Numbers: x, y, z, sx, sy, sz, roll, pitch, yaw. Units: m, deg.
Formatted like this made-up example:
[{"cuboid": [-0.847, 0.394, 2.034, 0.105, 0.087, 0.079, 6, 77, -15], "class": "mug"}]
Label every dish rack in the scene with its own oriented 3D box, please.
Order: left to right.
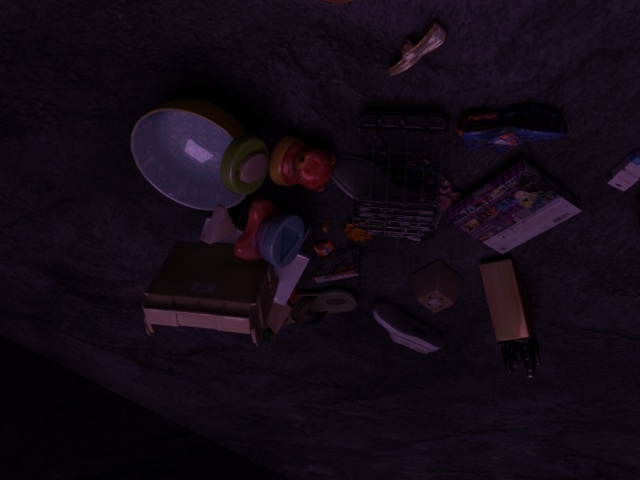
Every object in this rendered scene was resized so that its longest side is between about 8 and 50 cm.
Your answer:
[{"cuboid": [0.170, -0.145, 1.190, 0.208, 0.074, 0.272, 5, 98, 13], "class": "dish rack"}]

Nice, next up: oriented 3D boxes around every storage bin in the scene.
[{"cuboid": [-0.255, 0.125, 1.316, 0.262, 0.260, 0.123, 5, 125, 6], "class": "storage bin"}]

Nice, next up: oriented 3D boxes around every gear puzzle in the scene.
[{"cuboid": [0.181, -0.076, 1.392, 0.175, 0.044, 0.338, 40, 133, -24], "class": "gear puzzle"}]

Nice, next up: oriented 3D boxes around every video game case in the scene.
[{"cuboid": [0.455, -0.071, 1.295, 0.210, 0.042, 0.232, 26, 138, -26], "class": "video game case"}]

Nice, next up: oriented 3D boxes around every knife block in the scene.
[{"cuboid": [0.510, 0.217, 1.457, 0.088, 0.242, 0.276, -15, 129, 28], "class": "knife block"}]

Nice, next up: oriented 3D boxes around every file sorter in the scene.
[{"cuboid": [-0.178, 0.011, 1.487, 0.277, 0.173, 0.193, 22, 129, -8], "class": "file sorter"}]

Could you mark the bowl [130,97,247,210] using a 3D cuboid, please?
[{"cuboid": [-0.277, -0.228, 1.287, 0.289, 0.156, 0.290, 9, 138, 8], "class": "bowl"}]

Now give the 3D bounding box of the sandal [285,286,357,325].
[{"cuboid": [-0.027, 0.219, 1.736, 0.302, 0.086, 0.120, -17, 129, 31], "class": "sandal"}]

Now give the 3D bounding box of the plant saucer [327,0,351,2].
[{"cuboid": [0.028, -0.520, 0.973, 0.199, 0.037, 0.200, 9, 137, 8], "class": "plant saucer"}]

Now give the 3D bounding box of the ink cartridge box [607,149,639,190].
[{"cuboid": [0.667, -0.150, 1.179, 0.048, 0.028, 0.083, 24, 137, -9], "class": "ink cartridge box"}]

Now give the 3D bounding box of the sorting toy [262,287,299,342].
[{"cuboid": [-0.140, 0.196, 1.733, 0.132, 0.046, 0.275, 46, 129, 21], "class": "sorting toy"}]

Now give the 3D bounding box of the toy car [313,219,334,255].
[{"cuboid": [0.000, 0.000, 1.531, 0.060, 0.041, 0.122, 2, 136, 15], "class": "toy car"}]

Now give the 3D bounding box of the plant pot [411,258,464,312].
[{"cuboid": [0.327, 0.137, 1.536, 0.109, 0.096, 0.109, 37, 133, -21], "class": "plant pot"}]

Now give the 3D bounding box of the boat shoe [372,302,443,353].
[{"cuboid": [0.260, 0.284, 1.720, 0.267, 0.096, 0.088, 26, 133, -23], "class": "boat shoe"}]

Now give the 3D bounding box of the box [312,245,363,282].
[{"cuboid": [0.051, 0.068, 1.548, 0.136, 0.094, 0.027, -12, 130, 28], "class": "box"}]

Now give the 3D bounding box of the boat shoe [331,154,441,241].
[{"cuboid": [0.142, -0.095, 1.290, 0.302, 0.114, 0.091, 38, 158, 22], "class": "boat shoe"}]

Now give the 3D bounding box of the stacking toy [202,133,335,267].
[{"cuboid": [-0.099, -0.085, 1.214, 0.130, 0.279, 0.309, 21, 98, 28], "class": "stacking toy"}]

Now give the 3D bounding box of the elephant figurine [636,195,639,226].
[{"cuboid": [0.761, 0.001, 1.153, 0.169, 0.240, 0.186, -25, 125, 35], "class": "elephant figurine"}]

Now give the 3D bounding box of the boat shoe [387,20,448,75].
[{"cuboid": [0.183, -0.378, 1.073, 0.135, 0.050, 0.045, -32, 117, 28], "class": "boat shoe"}]

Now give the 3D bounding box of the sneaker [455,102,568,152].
[{"cuboid": [0.400, -0.231, 1.150, 0.221, 0.083, 0.087, 4, 150, 21], "class": "sneaker"}]
